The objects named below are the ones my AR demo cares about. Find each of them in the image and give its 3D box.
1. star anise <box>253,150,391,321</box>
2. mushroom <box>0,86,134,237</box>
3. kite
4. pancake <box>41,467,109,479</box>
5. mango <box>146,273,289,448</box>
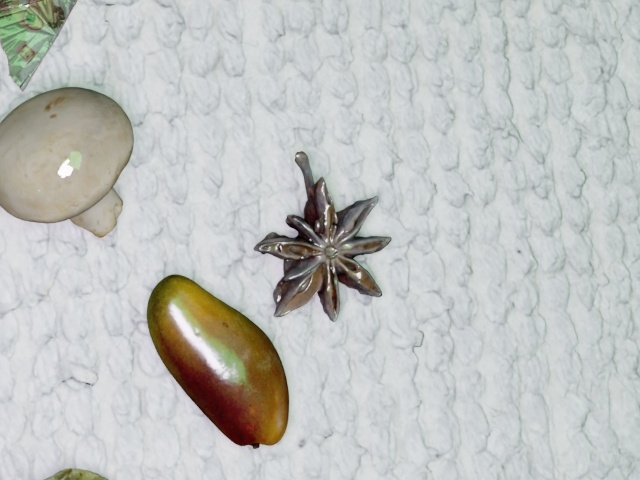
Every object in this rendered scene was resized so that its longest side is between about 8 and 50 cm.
[{"bbox_3d":[0.000,-0.001,1.842,0.209,0.089,0.231,10,85,-28],"label":"star anise"},{"bbox_3d":[-0.326,-0.091,1.714,0.204,0.204,0.204,2,82,-17],"label":"mushroom"},{"bbox_3d":[-0.445,-0.310,1.788,0.250,0.012,0.229,-15,86,-17],"label":"kite"},{"bbox_3d":[-0.326,0.407,1.656,0.253,0.037,0.254,-5,96,-49],"label":"pancake"},{"bbox_3d":[-0.132,0.158,1.767,0.133,0.111,0.267,-37,96,-2],"label":"mango"}]
